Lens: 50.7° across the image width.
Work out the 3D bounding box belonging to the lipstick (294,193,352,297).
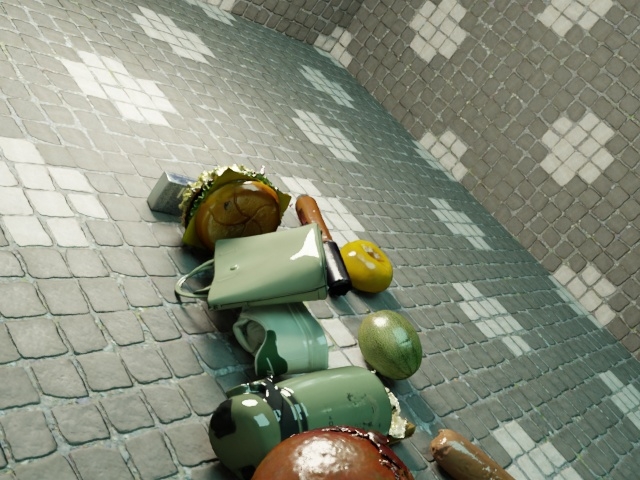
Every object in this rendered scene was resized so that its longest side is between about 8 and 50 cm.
[{"bbox_3d":[0.000,0.000,1.884,0.077,0.077,0.418,22,27,-32],"label":"lipstick"}]

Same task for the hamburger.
[{"bbox_3d":[-0.196,-0.067,1.543,0.262,0.243,0.138,29,15,-38],"label":"hamburger"}]

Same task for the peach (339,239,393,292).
[{"bbox_3d":[0.127,0.074,1.897,0.179,0.103,0.179,27,26,-14],"label":"peach"}]

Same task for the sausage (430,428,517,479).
[{"bbox_3d":[0.359,0.517,1.457,0.289,0.086,0.086,38,24,3],"label":"sausage"}]

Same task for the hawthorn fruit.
[{"bbox_3d":[0.016,0.414,0.931,0.316,0.316,0.316,31,25,-16],"label":"hawthorn fruit"}]

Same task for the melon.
[{"bbox_3d":[0.162,0.242,1.604,0.139,0.139,0.192,4,44,-52],"label":"melon"}]

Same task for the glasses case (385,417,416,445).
[{"bbox_3d":[0.124,0.398,1.387,0.065,0.041,0.170,23,12,36],"label":"glasses case"}]

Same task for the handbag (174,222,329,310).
[{"bbox_3d":[-0.144,0.054,1.379,0.316,0.109,0.241,-4,30,-1],"label":"handbag"}]

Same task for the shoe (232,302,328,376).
[{"bbox_3d":[-0.114,0.163,1.410,0.160,0.131,0.363,-8,29,-18],"label":"shoe"}]

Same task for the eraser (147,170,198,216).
[{"bbox_3d":[-0.303,-0.100,1.624,0.213,0.092,0.046,13,33,-46],"label":"eraser"}]

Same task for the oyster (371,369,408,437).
[{"bbox_3d":[0.128,0.355,1.412,0.106,0.061,0.200,28,16,4],"label":"oyster"}]

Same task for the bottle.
[{"bbox_3d":[-0.034,0.315,1.179,0.347,0.168,0.168,4,41,-48],"label":"bottle"}]
